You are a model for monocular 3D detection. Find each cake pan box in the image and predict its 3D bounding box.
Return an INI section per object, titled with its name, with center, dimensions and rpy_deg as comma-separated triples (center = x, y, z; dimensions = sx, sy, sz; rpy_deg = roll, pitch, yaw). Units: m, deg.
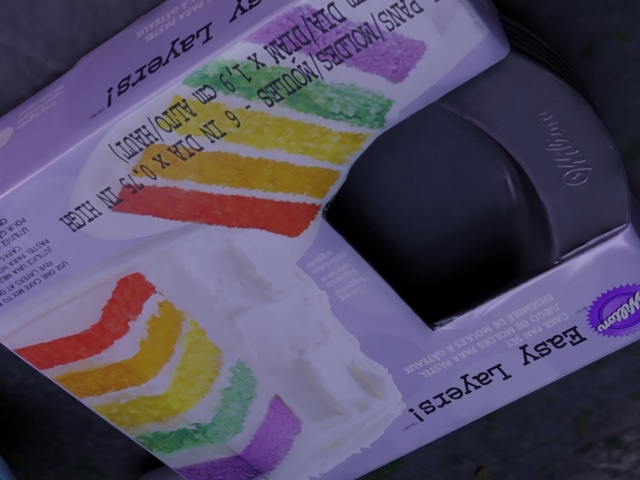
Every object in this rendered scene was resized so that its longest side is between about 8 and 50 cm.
[cake pan box]
center = 0.000, 0.000, 0.534
dimensions = 0.267, 0.070, 0.246
rpy_deg = -29, 130, 19

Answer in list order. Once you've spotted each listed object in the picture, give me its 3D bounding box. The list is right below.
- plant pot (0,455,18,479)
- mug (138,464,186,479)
[plant pot]
center = -0.303, 0.219, 0.586
dimensions = 0.272, 0.271, 0.255
rpy_deg = 25, 139, -24
[mug]
center = -0.068, 0.152, 0.668
dimensions = 0.064, 0.062, 0.078
rpy_deg = -15, 125, 18
